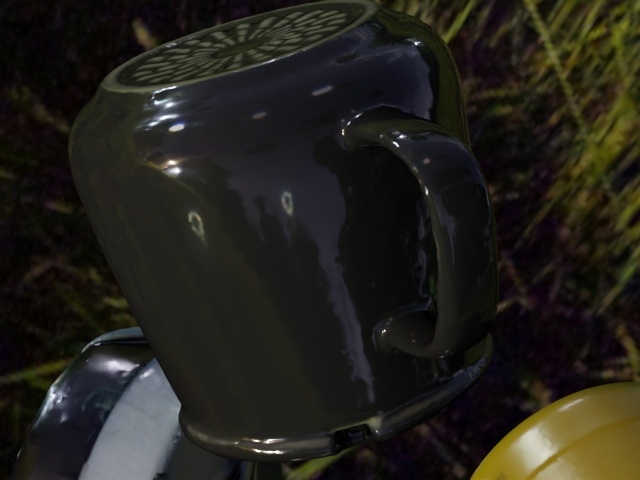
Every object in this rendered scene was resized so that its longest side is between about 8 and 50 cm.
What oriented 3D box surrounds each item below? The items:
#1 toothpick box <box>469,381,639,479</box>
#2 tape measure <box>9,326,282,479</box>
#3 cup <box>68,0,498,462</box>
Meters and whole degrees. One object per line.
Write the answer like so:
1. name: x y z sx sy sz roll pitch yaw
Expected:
1. toothpick box: 0.196 0.214 0.752 0.175 0.175 0.271 -3 33 -23
2. tape measure: -0.086 0.139 0.770 0.107 0.182 0.181 13 32 18
3. cup: 0.000 0.000 0.617 0.169 0.223 0.176 -21 110 -25
